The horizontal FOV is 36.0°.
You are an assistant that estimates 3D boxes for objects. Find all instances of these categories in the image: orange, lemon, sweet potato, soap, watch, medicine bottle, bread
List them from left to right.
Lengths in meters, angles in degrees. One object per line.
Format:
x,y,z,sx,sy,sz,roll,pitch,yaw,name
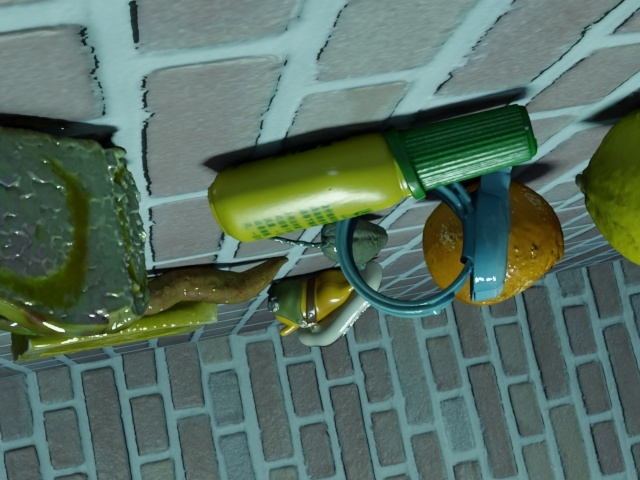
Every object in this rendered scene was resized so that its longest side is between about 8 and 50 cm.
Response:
-0.225,0.004,0.759,0.156,0.158,0.260,-14,170,36,bread
-0.341,0.125,1.615,0.314,0.091,0.199,-7,171,-27,soap
-0.171,0.072,1.564,0.281,0.067,0.059,-5,177,-40,sweet potato
0.049,-0.064,0.930,0.308,0.076,0.111,-13,174,10,medicine bottle
0.116,-0.009,1.116,0.193,0.211,0.211,2,173,7,watch
0.226,-0.001,1.316,0.193,0.161,0.193,-20,164,-6,orange
0.388,-0.060,1.040,0.231,0.192,0.192,0,173,9,lemon

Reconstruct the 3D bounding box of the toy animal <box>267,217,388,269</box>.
0.003,0.002,1.353,0.252,0.070,0.079,0,150,-42,toy animal

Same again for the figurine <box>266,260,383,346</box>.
-0.009,0.098,1.930,0.141,0.167,0.250,33,121,-24,figurine
